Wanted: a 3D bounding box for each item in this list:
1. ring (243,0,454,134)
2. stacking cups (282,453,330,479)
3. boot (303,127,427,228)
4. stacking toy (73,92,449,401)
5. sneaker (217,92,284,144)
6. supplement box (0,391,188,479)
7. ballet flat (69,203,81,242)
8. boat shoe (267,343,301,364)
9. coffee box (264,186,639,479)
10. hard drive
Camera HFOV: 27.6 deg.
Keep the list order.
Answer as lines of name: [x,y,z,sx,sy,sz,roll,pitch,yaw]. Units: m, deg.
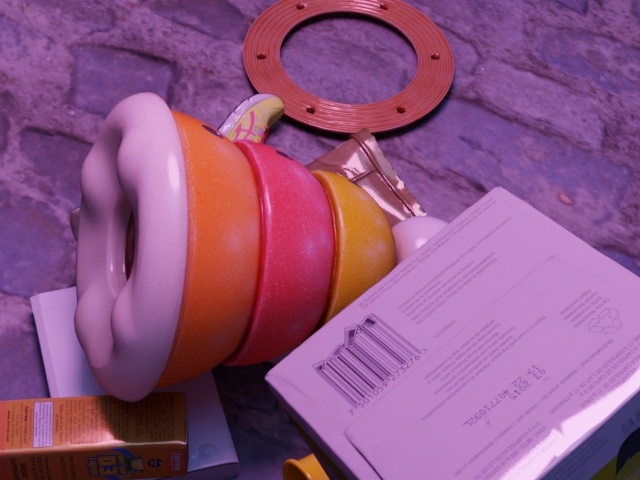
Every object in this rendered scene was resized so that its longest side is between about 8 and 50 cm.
ring: [0.044,-0.283,2.061,0.336,0.032,0.337,2,51,-3]
stacking cups: [0.107,0.239,1.589,0.316,0.096,0.096,-26,57,-25]
boot: [0.000,0.000,1.774,0.269,0.089,0.236,-30,73,-10]
stacking toy: [-0.035,0.018,1.559,0.479,0.351,0.351,3,48,-24]
sneaker: [-0.112,-0.130,1.895,0.094,0.081,0.208,36,62,14]
supplement box: [-0.270,0.231,1.517,0.233,0.078,0.080,-4,51,-7]
ballet flat: [-0.288,0.009,1.698,0.057,0.168,0.052,-10,65,-2]
boat shoe: [0.022,0.108,1.687,0.277,0.096,0.098,6,50,0]
coffee box: [0.210,0.220,1.353,0.337,0.334,0.338,-38,38,-11]
hard drive: [-0.239,0.179,1.641,0.203,0.040,0.308,-11,51,-14]
